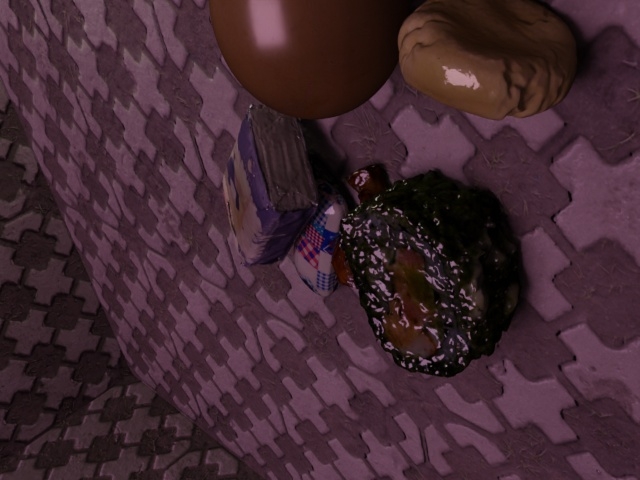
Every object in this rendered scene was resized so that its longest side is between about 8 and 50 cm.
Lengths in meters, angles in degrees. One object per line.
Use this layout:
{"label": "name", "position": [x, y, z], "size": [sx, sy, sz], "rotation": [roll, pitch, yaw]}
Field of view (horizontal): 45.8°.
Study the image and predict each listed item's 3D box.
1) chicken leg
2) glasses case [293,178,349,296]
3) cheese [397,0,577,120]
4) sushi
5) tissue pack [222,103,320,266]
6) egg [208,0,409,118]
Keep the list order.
{"label": "chicken leg", "position": [0.090, -0.027, 1.539], "size": [0.113, 0.093, 0.304], "rotation": [17, 128, 11]}
{"label": "glasses case", "position": [0.000, 0.000, 1.687], "size": [0.125, 0.076, 0.327], "rotation": [40, 146, 26]}
{"label": "cheese", "position": [0.220, -0.247, 1.009], "size": [0.226, 0.214, 0.117], "rotation": [43, 144, 33]}
{"label": "sushi", "position": [0.206, 0.063, 1.357], "size": [0.294, 0.178, 0.352], "rotation": [9, 123, 48]}
{"label": "tissue pack", "position": [-0.116, -0.106, 1.624], "size": [0.344, 0.125, 0.242], "rotation": [126, 131, -64]}
{"label": "egg", "position": [-0.020, -0.367, 1.139], "size": [0.301, 0.301, 0.374], "rotation": [17, 133, 47]}
